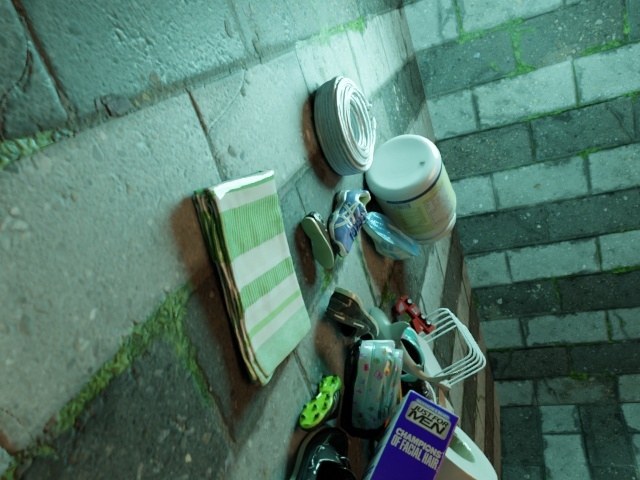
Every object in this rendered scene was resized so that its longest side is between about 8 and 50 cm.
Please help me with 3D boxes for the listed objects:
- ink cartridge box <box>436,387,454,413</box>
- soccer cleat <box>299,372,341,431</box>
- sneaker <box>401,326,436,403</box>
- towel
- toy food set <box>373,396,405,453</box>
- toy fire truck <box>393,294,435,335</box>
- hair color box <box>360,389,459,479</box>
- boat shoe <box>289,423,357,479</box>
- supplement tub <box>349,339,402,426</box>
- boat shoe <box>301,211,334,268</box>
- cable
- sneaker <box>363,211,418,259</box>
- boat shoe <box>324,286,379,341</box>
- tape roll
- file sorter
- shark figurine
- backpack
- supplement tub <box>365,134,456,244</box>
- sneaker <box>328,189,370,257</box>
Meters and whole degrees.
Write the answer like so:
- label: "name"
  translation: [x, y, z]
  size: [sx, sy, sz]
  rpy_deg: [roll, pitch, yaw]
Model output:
- label: "ink cartridge box"
  translation: [0.406, 0.680, 1.764]
  size: [0.261, 0.066, 0.297]
  rpy_deg: [57, 33, -45]
- label: "soccer cleat"
  translation: [0.009, 0.326, 1.001]
  size: [0.179, 0.060, 0.073]
  rpy_deg: [-39, 118, -67]
- label: "sneaker"
  translation: [0.254, 0.392, 1.453]
  size: [0.178, 0.123, 0.296]
  rpy_deg: [21, 54, -69]
- label: "towel"
  translation: [-0.099, 0.049, 0.890]
  size: [0.248, 0.038, 0.325]
  rpy_deg: [-38, 115, -65]
- label: "toy food set"
  translation: [0.155, 0.468, 1.240]
  size: [0.132, 0.038, 0.192]
  rpy_deg: [121, -12, -62]
- label: "toy fire truck"
  translation: [0.278, 0.280, 1.599]
  size: [0.192, 0.135, 0.047]
  rpy_deg: [48, -14, 10]
- label: "hair color box"
  translation: [0.118, 0.458, 0.912]
  size: [0.339, 0.110, 0.185]
  rpy_deg: [-58, 167, -30]
- label: "boat shoe"
  translation: [0.007, 0.425, 0.883]
  size: [0.340, 0.112, 0.127]
  rpy_deg: [-14, 93, -67]
- label: "supplement tub"
  translation: [0.129, 0.333, 1.202]
  size: [0.117, 0.116, 0.191]
  rpy_deg: [31, 53, -61]
- label: "boat shoe"
  translation: [0.002, 0.000, 1.128]
  size: [0.042, 0.048, 0.133]
  rpy_deg: [-50, 123, -51]
- label: "cable"
  translation: [0.064, -0.299, 1.350]
  size: [0.257, 0.089, 0.257]
  rpy_deg: [45, 42, -52]
- label: "sneaker"
  translation: [0.192, -0.002, 1.537]
  size: [0.228, 0.092, 0.088]
  rpy_deg: [34, 50, -34]
- label: "boat shoe"
  translation: [0.071, 0.191, 1.197]
  size: [0.079, 0.083, 0.233]
  rpy_deg: [-63, 146, -21]
- label: "tape roll"
  translation: [0.303, 0.538, 1.306]
  size: [0.286, 0.100, 0.286]
  rpy_deg: [37, 7, -5]
- label: "file sorter"
  translation: [0.418, 0.360, 1.719]
  size: [0.277, 0.173, 0.193]
  rpy_deg: [38, 22, -57]
- label: "shark figurine"
  translation: [0.214, 0.266, 1.309]
  size: [0.278, 0.116, 0.166]
  rpy_deg: [45, 27, 20]
- label: "backpack"
  translation: [0.105, 0.291, 1.053]
  size: [0.152, 0.115, 0.182]
  rpy_deg: [-80, 176, -68]
- label: "supplement tub"
  translation: [0.300, -0.151, 1.650]
  size: [0.325, 0.235, 0.236]
  rpy_deg: [50, 37, -50]
- label: "sneaker"
  translation: [0.073, -0.052, 1.275]
  size: [0.080, 0.081, 0.211]
  rpy_deg: [58, 33, -45]
